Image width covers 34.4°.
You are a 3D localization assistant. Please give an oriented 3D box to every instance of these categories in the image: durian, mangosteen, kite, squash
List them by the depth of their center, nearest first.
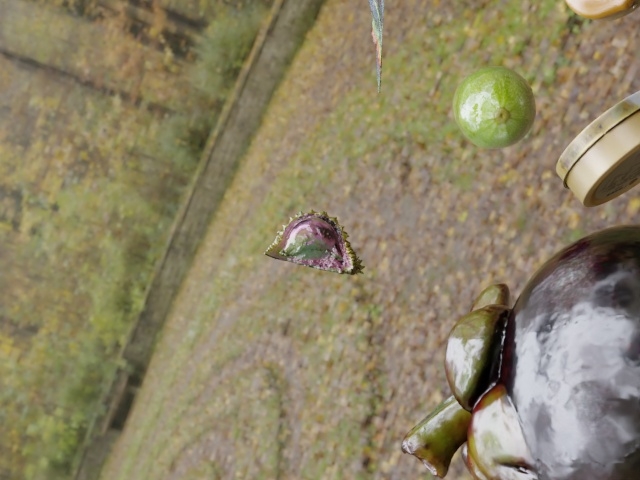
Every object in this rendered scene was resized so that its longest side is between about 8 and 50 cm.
[{"bbox_3d":[0.026,-0.134,0.515,0.090,0.004,0.122,-109,14,-78],"label":"kite"},{"bbox_3d":[0.318,0.177,1.148,0.435,0.382,0.382,-16,47,36],"label":"mangosteen"},{"bbox_3d":[0.256,-0.208,1.564,0.370,0.118,0.118,-65,-2,-77],"label":"squash"},{"bbox_3d":[0.000,-0.003,1.953,0.119,0.187,0.108,-26,-54,-82],"label":"durian"}]

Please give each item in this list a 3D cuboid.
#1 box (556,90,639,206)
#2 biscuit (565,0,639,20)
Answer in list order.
[{"bbox_3d":[0.231,-0.070,0.782,0.037,0.106,0.105,57,141,21],"label":"box"},{"bbox_3d":[0.344,-0.354,1.256,0.170,0.050,0.170,-15,71,54],"label":"biscuit"}]
